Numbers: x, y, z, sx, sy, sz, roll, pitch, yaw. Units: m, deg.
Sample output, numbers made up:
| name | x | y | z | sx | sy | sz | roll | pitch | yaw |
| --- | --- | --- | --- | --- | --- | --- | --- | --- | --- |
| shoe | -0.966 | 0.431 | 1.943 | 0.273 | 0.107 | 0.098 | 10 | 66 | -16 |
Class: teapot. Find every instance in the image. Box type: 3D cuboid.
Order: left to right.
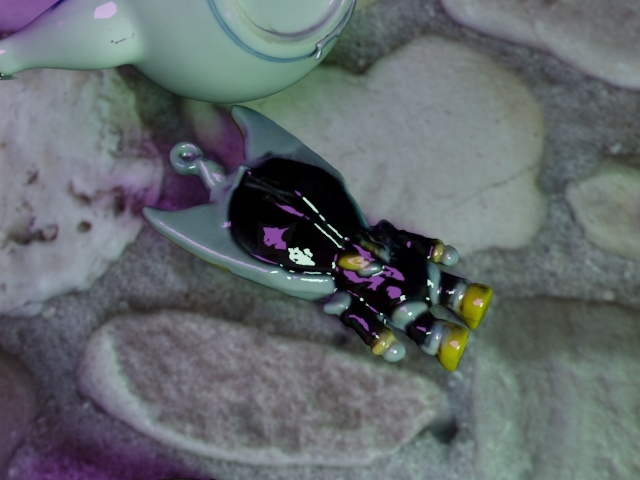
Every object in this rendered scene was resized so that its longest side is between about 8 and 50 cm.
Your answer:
| name | x | y | z | sx | sy | sz | roll | pitch | yaw |
| --- | --- | --- | --- | --- | --- | --- | --- | --- | --- |
| teapot | -0.105 | -0.259 | 0.792 | 0.424 | 0.252 | 0.280 | -39 | 34 | -24 |

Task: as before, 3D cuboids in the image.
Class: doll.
| name | x | y | z | sx | sy | sz | roll | pitch | yaw |
| --- | --- | --- | --- | --- | --- | --- | --- | --- | --- |
| doll | 0.002 | -0.003 | 0.761 | 0.316 | 0.103 | 0.145 | 30 | 85 | 9 |

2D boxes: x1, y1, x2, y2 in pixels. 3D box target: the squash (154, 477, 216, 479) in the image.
| name | x | y | z | sx | sy | sz | roll | pitch | yaw |
| --- | --- | --- | --- | --- | --- | --- | --- | --- | --- |
| squash | -0.120 | 0.240 | 0.666 | 0.123 | 0.187 | 0.123 | -4 | 69 | 11 |
